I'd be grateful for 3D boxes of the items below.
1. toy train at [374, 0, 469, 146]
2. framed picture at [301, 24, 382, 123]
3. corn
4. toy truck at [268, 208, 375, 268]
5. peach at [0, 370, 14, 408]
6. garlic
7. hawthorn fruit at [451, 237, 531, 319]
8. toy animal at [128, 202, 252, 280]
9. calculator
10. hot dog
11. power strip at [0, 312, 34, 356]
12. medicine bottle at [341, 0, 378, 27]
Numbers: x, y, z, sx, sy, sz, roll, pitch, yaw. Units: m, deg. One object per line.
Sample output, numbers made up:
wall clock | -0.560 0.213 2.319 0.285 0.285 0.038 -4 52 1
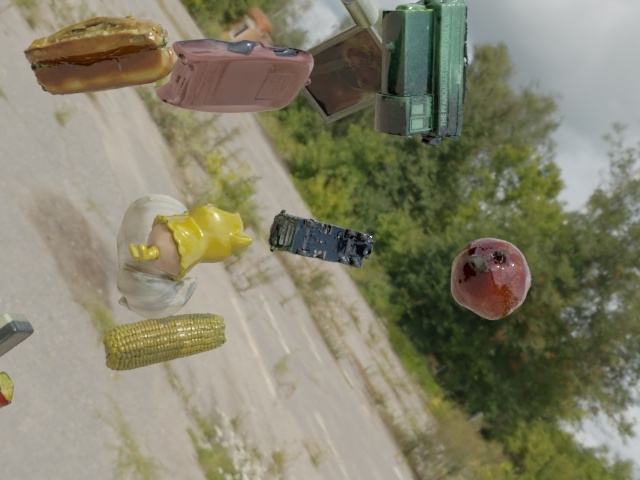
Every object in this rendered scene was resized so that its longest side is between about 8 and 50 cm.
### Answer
toy train | 0.211 -0.357 1.672 0.138 0.178 0.331 25 -58 55
framed picture | 0.065 -0.431 2.054 0.211 0.289 0.020 51 44 -25
corn | -0.432 0.277 2.224 0.131 0.344 0.131 27 -59 59
toy truck | 0.000 0.000 1.671 0.121 0.088 0.259 15 1 42
peach | -0.730 0.345 1.811 0.083 0.050 0.077 62 -5 19
garlic | -0.359 0.018 1.794 0.185 0.203 0.281 104 -17 -56
hawthorn fruit | 0.381 0.072 1.769 0.185 0.185 0.202 58 -12 27
toy animal | -0.258 0.003 1.568 0.156 0.229 0.156 31 -54 53
calculator | -0.166 -0.338 1.669 0.220 0.329 0.048 -52 -132 52
hot dog | -0.356 -0.296 1.268 0.072 0.268 0.115 -72 153 -42
power strip | -0.856 0.277 1.995 0.070 0.256 0.105 53 -1 10
medicine bottle | 0.071 -0.504 1.643 0.059 0.059 0.231 57 11 12
